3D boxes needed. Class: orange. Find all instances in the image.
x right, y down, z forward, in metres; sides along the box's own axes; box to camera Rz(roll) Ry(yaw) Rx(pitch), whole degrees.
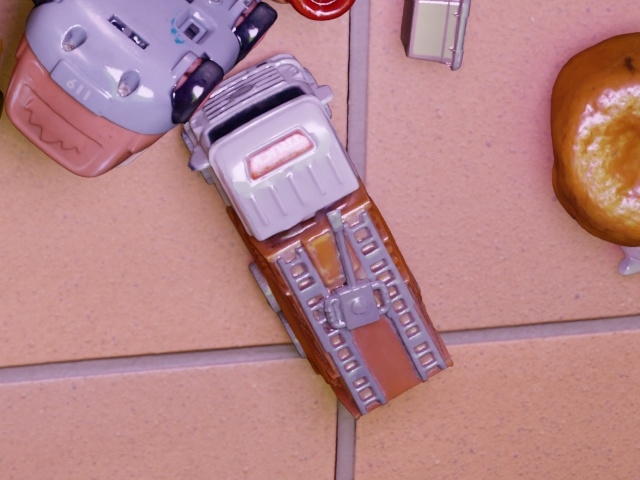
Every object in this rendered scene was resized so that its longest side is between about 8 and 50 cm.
[{"bbox_3d":[0.377,-0.119,1.766,0.249,0.183,0.249,0,104,2],"label":"orange"}]

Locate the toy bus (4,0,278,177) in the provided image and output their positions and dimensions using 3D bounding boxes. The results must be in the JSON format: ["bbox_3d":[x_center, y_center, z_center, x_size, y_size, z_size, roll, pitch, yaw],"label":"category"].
[{"bbox_3d":[-0.195,-0.185,1.554,0.194,0.287,0.232,37,128,-4],"label":"toy bus"}]

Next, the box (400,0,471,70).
[{"bbox_3d":[0.125,-0.245,1.696,0.062,0.122,0.089,5,111,-3],"label":"box"}]

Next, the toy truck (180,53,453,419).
[{"bbox_3d":[0.000,0.000,1.712,0.173,0.207,0.387,-29,116,-2],"label":"toy truck"}]

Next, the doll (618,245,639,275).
[{"bbox_3d":[0.424,0.008,1.901,0.129,0.081,0.207,-44,120,-8],"label":"doll"}]

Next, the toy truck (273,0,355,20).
[{"bbox_3d":[-0.002,-0.369,1.569,0.265,0.189,0.239,-30,112,10],"label":"toy truck"}]

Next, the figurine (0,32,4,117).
[{"bbox_3d":[-0.407,-0.170,1.563,0.215,0.215,0.228,-22,136,-5],"label":"figurine"}]
